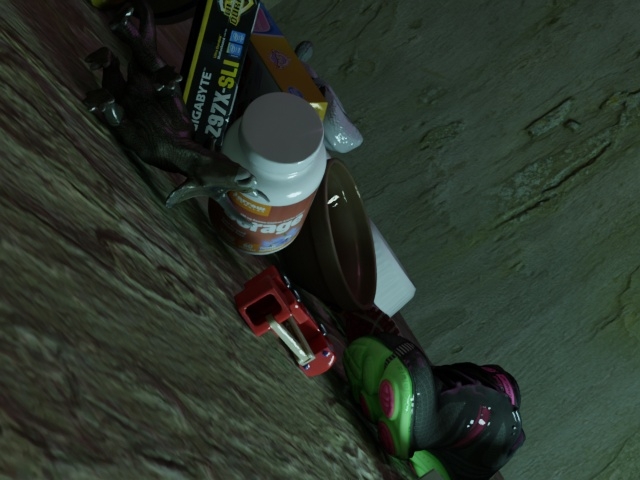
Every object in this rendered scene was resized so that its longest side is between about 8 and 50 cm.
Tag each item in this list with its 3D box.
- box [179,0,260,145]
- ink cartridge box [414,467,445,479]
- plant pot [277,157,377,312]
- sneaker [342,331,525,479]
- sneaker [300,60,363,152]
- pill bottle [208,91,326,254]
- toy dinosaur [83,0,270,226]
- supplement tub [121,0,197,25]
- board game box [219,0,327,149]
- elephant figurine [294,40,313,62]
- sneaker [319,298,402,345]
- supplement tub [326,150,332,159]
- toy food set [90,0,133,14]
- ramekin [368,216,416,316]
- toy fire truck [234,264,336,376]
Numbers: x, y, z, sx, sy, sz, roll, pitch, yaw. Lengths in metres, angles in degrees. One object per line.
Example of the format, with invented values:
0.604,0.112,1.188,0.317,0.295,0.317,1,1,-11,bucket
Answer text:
-0.153,-0.302,1.747,0.079,0.257,0.322,15,16,-11,box
0.166,0.367,1.516,0.135,0.056,0.099,52,6,-49,ink cartridge box
0.000,0.000,1.811,0.237,0.110,0.237,-13,90,-74,plant pot
0.175,0.227,1.691,0.185,0.202,0.483,58,4,30,sneaker
-0.060,-0.198,2.132,0.137,0.210,0.366,54,2,-24,sneaker
-0.061,-0.077,1.367,0.121,0.121,0.216,57,-22,16,pill bottle
-0.184,-0.143,1.265,0.313,0.121,0.160,54,-10,39,toy dinosaur
-0.289,-0.516,1.868,0.228,0.228,0.316,59,5,32,supplement tub
-0.098,-0.211,1.921,0.316,0.064,0.242,-119,-146,-43,board game box
-0.097,-0.330,2.548,0.186,0.239,0.169,58,4,21,elephant figurine
0.074,0.135,2.020,0.225,0.088,0.093,58,3,15,sneaker
-0.024,-0.108,2.352,0.144,0.144,0.200,58,4,18,supplement tub
-0.293,-0.400,1.710,0.071,0.128,0.218,47,3,-1,toy food set
0.113,0.060,2.744,0.273,0.127,0.273,56,5,-7,ramekin
-0.036,0.098,1.342,0.192,0.047,0.135,55,5,-31,toy fire truck
